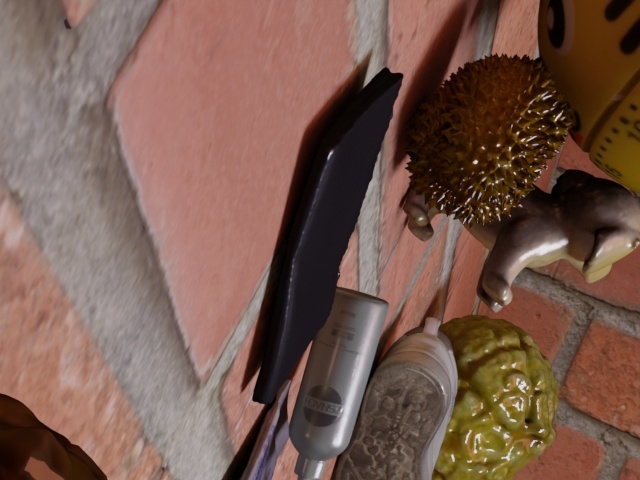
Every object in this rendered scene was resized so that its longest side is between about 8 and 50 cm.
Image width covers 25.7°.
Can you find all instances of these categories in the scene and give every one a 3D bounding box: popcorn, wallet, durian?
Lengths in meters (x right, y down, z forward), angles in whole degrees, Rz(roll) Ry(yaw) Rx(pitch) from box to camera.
[{"bbox_3d":[0.214,0.237,2.034,0.258,0.224,0.270,-40,-149,50],"label":"popcorn"},{"bbox_3d":[-0.001,0.000,1.002,0.124,0.025,0.244,-53,165,-49],"label":"wallet"},{"bbox_3d":[0.142,-0.089,1.227,0.158,0.137,0.168,-29,-152,54],"label":"durian"}]

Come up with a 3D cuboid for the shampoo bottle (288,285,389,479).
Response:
[{"bbox_3d":[0.007,0.138,1.186,0.056,0.056,0.195,6,99,-79],"label":"shampoo bottle"}]

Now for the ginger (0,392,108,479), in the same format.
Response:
[{"bbox_3d":[-0.161,0.201,0.283,0.254,0.176,0.418,61,48,-69],"label":"ginger"}]

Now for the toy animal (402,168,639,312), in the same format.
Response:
[{"bbox_3d":[0.195,-0.017,1.399,0.169,0.233,0.121,-56,162,-7],"label":"toy animal"}]

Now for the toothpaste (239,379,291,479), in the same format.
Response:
[{"bbox_3d":[-0.073,0.253,1.127,0.099,0.068,0.282,-35,-154,52],"label":"toothpaste"}]

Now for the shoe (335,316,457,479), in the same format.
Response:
[{"bbox_3d":[0.108,0.222,1.765,0.159,0.124,0.316,-64,171,-47],"label":"shoe"}]

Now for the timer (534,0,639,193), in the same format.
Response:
[{"bbox_3d":[0.336,-0.223,1.298,0.376,0.387,0.376,-41,168,-10],"label":"timer"}]
